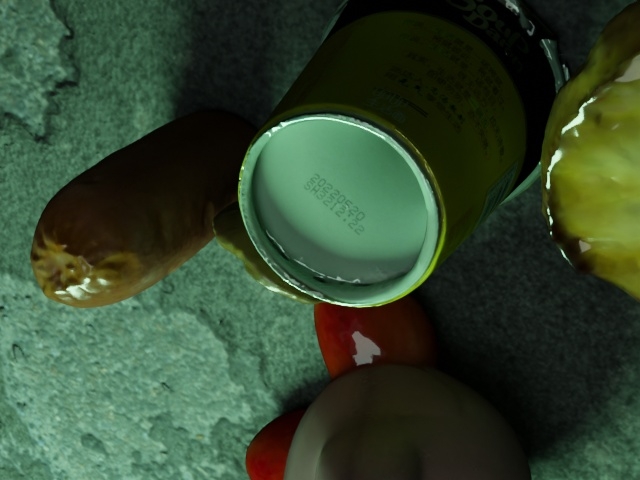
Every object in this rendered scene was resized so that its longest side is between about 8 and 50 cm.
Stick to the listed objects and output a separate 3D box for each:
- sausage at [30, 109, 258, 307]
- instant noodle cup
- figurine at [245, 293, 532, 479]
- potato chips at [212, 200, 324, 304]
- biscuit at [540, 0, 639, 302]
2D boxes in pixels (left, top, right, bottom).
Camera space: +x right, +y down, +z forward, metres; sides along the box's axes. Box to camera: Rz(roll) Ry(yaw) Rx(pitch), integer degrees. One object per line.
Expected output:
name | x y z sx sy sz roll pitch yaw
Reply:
sausage | -0.136 -0.027 1.074 0.114 0.259 0.113 8 114 20
instant noodle cup | 0.055 -0.069 0.981 0.216 0.236 0.215 10 120 18
figurine | 0.071 0.204 1.139 0.211 0.261 0.269 14 122 -14
potato chips | 0.000 0.000 1.067 0.150 0.202 0.049 40 109 35
biscuit | 0.291 -0.057 0.872 0.297 0.102 0.296 7 139 6
